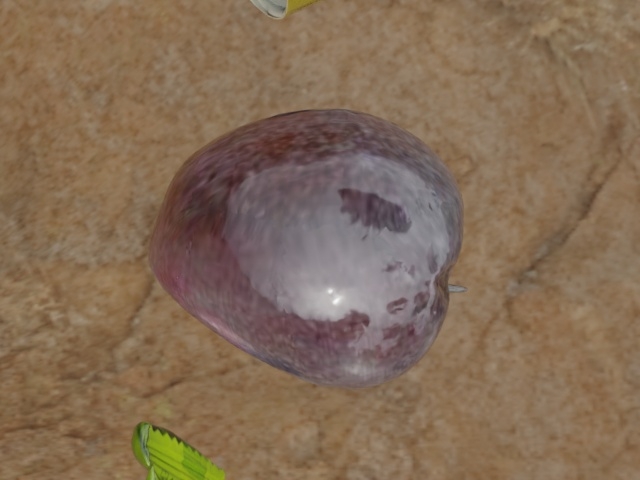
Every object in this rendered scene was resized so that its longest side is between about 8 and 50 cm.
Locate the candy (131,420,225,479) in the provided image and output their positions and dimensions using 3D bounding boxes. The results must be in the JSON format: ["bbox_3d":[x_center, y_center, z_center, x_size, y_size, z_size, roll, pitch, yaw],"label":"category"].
[{"bbox_3d":[-0.121,0.271,0.975,0.149,0.069,0.246,55,47,-61],"label":"candy"}]

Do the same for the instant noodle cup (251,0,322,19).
[{"bbox_3d":[-0.015,-0.264,1.083,0.122,0.151,0.151,-32,97,-14],"label":"instant noodle cup"}]

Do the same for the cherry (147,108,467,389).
[{"bbox_3d":[-0.001,-0.003,0.710,0.176,0.140,0.176,17,31,-11],"label":"cherry"}]
